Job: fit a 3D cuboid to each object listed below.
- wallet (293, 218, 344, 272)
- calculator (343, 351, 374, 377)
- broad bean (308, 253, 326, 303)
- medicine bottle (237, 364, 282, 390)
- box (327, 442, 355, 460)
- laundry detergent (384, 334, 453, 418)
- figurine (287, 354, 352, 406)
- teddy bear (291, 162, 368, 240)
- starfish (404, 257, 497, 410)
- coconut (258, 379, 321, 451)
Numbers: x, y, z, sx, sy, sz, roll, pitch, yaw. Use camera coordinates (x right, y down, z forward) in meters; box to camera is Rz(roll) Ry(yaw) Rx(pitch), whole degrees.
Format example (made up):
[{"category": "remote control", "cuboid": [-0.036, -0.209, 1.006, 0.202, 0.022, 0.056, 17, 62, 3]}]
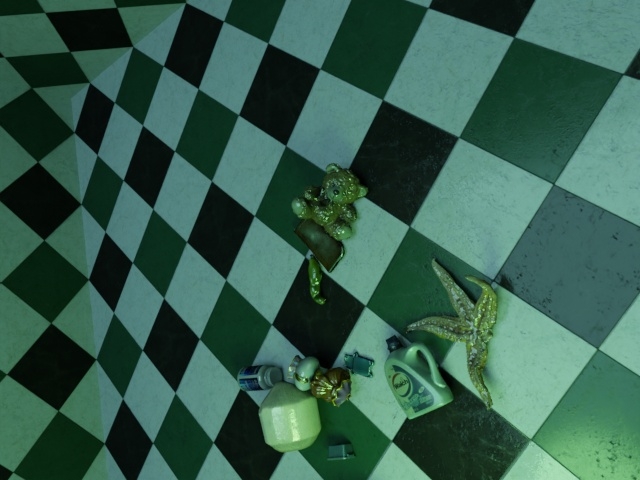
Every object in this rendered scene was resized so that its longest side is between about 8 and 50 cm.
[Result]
[{"category": "wallet", "cuboid": [0.000, 0.000, 2.027, 0.255, 0.031, 0.137, 50, 115, 27]}, {"category": "calculator", "cuboid": [0.146, 0.480, 1.907, 0.141, 0.019, 0.094, 9, 93, 38]}, {"category": "broad bean", "cuboid": [-0.020, 0.158, 2.025, 0.070, 0.048, 0.214, -24, 73, 40]}, {"category": "medicine bottle", "cuboid": [-0.264, 0.598, 2.153, 0.191, 0.107, 0.107, -16, 79, 35]}, {"category": "box", "cuboid": [0.079, 0.818, 1.914, 0.099, 0.074, 0.054, -21, 62, 34]}, {"category": "laundry detergent", "cuboid": [0.320, 0.454, 1.717, 0.215, 0.105, 0.281, -43, 63, 41]}, {"category": "figurine", "cuboid": [0.006, 0.542, 1.910, 0.263, 0.189, 0.142, 21, 105, 19]}, {"category": "teddy bear", "cuboid": [0.054, -0.162, 1.918, 0.267, 0.156, 0.256, 33, 114, -9]}, {"category": "starfish", "cuboid": [0.456, 0.273, 1.617, 0.383, 0.132, 0.398, 28, 121, 44]}, {"category": "coconut", "cuboid": [-0.124, 0.690, 1.971, 0.237, 0.237, 0.266, -16, 85, 35]}]
